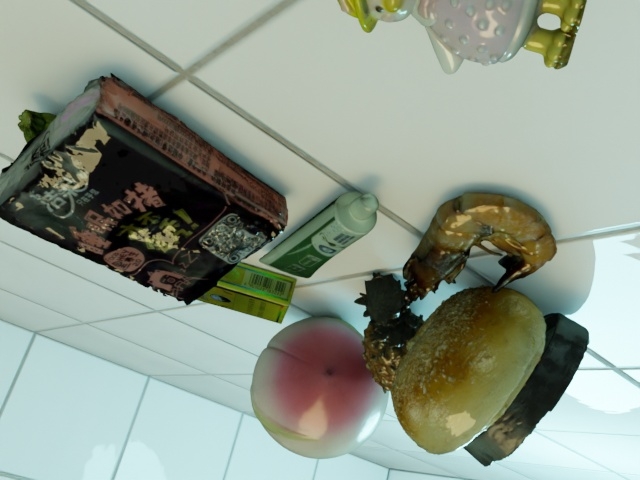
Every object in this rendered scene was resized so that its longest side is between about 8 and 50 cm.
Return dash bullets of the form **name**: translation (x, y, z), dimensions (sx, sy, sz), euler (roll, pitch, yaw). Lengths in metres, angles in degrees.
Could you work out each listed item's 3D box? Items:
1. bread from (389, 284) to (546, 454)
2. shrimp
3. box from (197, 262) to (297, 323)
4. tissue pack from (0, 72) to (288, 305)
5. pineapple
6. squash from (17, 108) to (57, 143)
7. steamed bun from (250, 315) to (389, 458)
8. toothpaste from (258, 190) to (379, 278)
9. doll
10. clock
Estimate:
- **bread**: translation (0.216, 0.190, 1.047), dimensions (0.158, 0.306, 0.305), euler (34, 157, 6)
- **shrimp**: translation (0.218, 0.019, 0.931), dimensions (0.178, 0.075, 0.289), euler (15, 144, -5)
- **box**: translation (-0.166, 0.093, 1.328), dimensions (0.219, 0.064, 0.141), euler (18, 157, -3)
- **tissue pack**: translation (-0.231, -0.057, 0.908), dimensions (0.245, 0.123, 0.332), euler (-34, 135, 25)
- **pineapple**: translation (0.141, 0.165, 1.217), dimensions (0.157, 0.158, 0.279), euler (6, 143, 20)
- **squash**: translation (-0.353, -0.110, 0.983), dimensions (0.069, 0.069, 0.258), euler (4, 152, 24)
- **steamed bun**: translation (0.001, 0.295, 1.382), dimensions (0.309, 0.310, 0.309), euler (13, 157, 6)
- **toothpaste**: translation (0.000, 0.000, 1.024), dimensions (0.098, 0.061, 0.392), euler (21, 159, -14)
- **doll**: translation (0.097, -0.189, 0.515), dimensions (0.207, 0.081, 0.129), euler (15, 138, 6)
- **clock**: translation (0.324, 0.236, 1.086), dimensions (0.055, 0.281, 0.281), euler (37, 158, 8)
